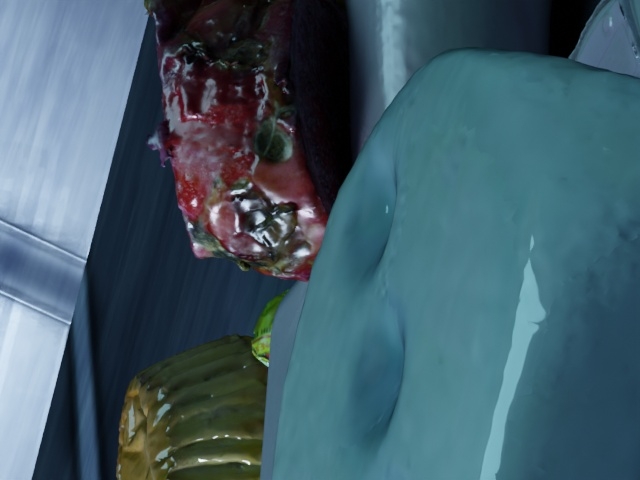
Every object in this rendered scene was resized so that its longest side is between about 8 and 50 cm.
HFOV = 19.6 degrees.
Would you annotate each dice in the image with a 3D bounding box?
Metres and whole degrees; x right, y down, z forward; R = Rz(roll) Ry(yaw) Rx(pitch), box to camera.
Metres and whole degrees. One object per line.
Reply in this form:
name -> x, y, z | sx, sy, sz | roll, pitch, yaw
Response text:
dice -> 0.141, 0.078, 0.732 | 0.262, 0.265, 0.268 | -148, 72, -73

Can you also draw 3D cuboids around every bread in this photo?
bread -> -0.111, 0.215, 1.720 | 0.274, 0.149, 0.274 | -169, 90, -71

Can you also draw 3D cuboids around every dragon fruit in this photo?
dragon fruit -> -0.048, -0.084, 1.316 | 0.211, 0.147, 0.282 | -5, -97, -72

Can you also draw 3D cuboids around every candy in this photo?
candy -> 0.003, 0.000, 1.671 | 0.077, 0.073, 0.262 | -13, 57, 53

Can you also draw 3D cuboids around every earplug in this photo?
earplug -> 0.087, -0.087, 1.270 | 0.172, 0.172, 0.301 | 142, 131, -66

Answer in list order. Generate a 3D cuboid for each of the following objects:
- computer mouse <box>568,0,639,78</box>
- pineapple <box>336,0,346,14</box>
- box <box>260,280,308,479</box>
computer mouse -> 0.192, -0.031, 1.007 | 0.126, 0.056, 0.245 | 111, 156, -48
pineapple -> 0.065, -0.219, 1.512 | 0.334, 0.161, 0.158 | -79, -32, -61
box -> 0.025, 0.131, 1.392 | 0.264, 0.106, 0.336 | 127, 152, -57
